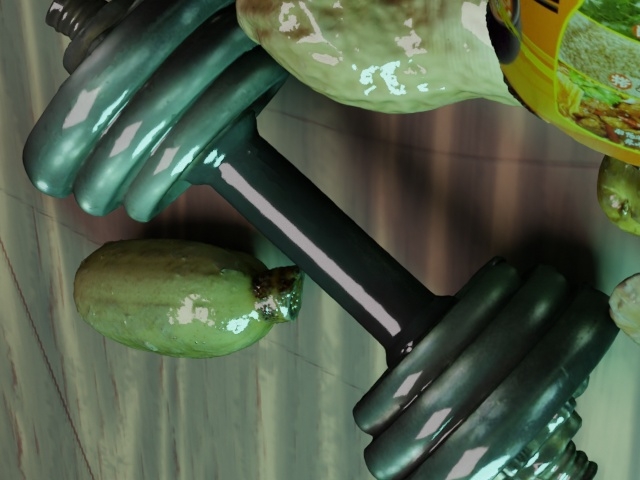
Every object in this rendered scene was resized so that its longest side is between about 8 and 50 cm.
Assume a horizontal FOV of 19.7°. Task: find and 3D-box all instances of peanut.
[{"bbox_3d":[0.066,-0.114,0.930,0.228,0.086,0.104,-2,134,17],"label":"peanut"}]

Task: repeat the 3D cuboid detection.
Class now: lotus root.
[{"bbox_3d":[-0.088,0.039,1.224,0.183,0.090,0.077,2,84,38],"label":"lotus root"}]

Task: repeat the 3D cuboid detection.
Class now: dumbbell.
[{"bbox_3d":[0.000,0.000,1.047,0.406,0.179,0.179,44,140,2],"label":"dumbbell"}]

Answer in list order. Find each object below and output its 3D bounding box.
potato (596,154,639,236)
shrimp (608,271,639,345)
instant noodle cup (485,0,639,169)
[{"bbox_3d":[0.216,-0.034,0.891,0.188,0.105,0.085,-5,118,47],"label":"potato"},{"bbox_3d":[0.247,0.029,0.932,0.223,0.047,0.126,-12,152,40],"label":"shrimp"},{"bbox_3d":[0.164,-0.148,0.763,0.230,0.230,0.182,31,148,17],"label":"instant noodle cup"}]
